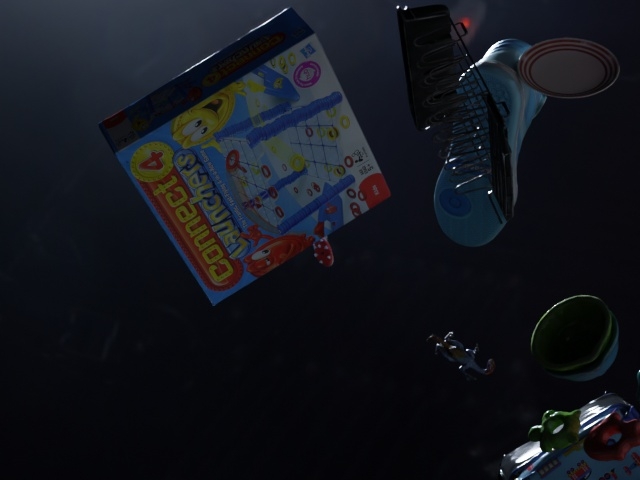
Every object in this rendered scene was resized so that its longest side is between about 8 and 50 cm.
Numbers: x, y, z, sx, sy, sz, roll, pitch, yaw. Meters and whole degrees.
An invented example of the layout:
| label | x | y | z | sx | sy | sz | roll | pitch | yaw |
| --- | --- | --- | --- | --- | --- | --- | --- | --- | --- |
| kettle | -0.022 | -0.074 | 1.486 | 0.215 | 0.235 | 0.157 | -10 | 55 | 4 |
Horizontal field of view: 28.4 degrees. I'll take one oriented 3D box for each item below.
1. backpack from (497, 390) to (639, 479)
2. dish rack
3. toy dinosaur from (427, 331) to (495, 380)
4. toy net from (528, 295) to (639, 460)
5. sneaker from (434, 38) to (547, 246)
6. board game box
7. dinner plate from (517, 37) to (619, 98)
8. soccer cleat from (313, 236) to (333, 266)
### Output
| label | x | y | z | sx | sy | sz | roll | pitch | yaw |
| --- | --- | --- | --- | --- | --- | --- | --- | --- | --- |
| backpack | 0.277 | 0.256 | 1.218 | 0.173 | 0.158 | 0.117 | 58 | -178 | 0 |
| dish rack | 0.177 | -0.155 | 1.602 | 0.208 | 0.074 | 0.271 | 75 | 177 | -50 |
| toy dinosaur | 0.207 | 0.162 | 1.796 | 0.082 | 0.090 | 0.047 | 34 | -83 | -23 |
| toy net | 0.249 | 0.095 | 0.894 | 0.045 | 0.232 | 0.122 | 48 | -127 | -31 |
| sneaker | 0.272 | -0.157 | 1.916 | 0.208 | 0.127 | 0.319 | -50 | -24 | -48 |
| board game box | -0.094 | -0.107 | 1.722 | 0.302 | 0.086 | 0.308 | -32 | -50 | -4 |
| dinner plate | 0.347 | -0.238 | 1.774 | 0.017 | 0.141 | 0.141 | 82 | -149 | -42 |
| soccer cleat | 0.000 | 0.000 | 1.858 | 0.035 | 0.029 | 0.083 | -4 | -118 | -60 |
